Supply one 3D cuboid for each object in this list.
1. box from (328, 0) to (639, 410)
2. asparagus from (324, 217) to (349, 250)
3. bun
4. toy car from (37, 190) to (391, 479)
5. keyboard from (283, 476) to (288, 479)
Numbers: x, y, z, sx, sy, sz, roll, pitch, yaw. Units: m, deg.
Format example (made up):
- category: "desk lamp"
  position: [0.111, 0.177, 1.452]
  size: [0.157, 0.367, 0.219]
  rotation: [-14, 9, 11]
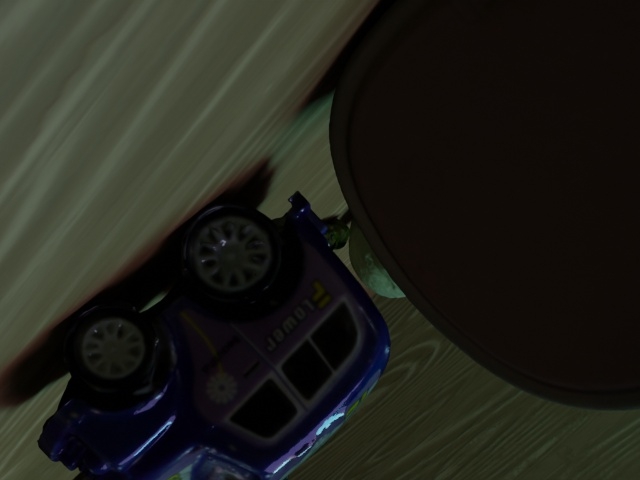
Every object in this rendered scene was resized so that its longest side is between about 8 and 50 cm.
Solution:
- category: "box"
  position: [0.185, -0.079, 0.666]
  size: [0.216, 0.301, 0.301]
  rotation: [-45, 177, -43]
- category: "asparagus"
  position: [0.000, 0.000, 1.139]
  size: [0.036, 0.030, 0.165]
  rotation: [-33, 177, 17]
- category: "bun"
  position: [0.104, -0.024, 1.265]
  size: [0.188, 0.111, 0.164]
  rotation: [-40, -166, 44]
- category: "toy car"
  position: [-0.066, 0.090, 0.754]
  size: [0.235, 0.158, 0.172]
  rotation: [-41, 173, -17]
- category: "keyboard"
  position: [-0.025, 0.176, 1.431]
  size: [0.101, 0.018, 0.310]
  rotation: [37, 68, -72]
